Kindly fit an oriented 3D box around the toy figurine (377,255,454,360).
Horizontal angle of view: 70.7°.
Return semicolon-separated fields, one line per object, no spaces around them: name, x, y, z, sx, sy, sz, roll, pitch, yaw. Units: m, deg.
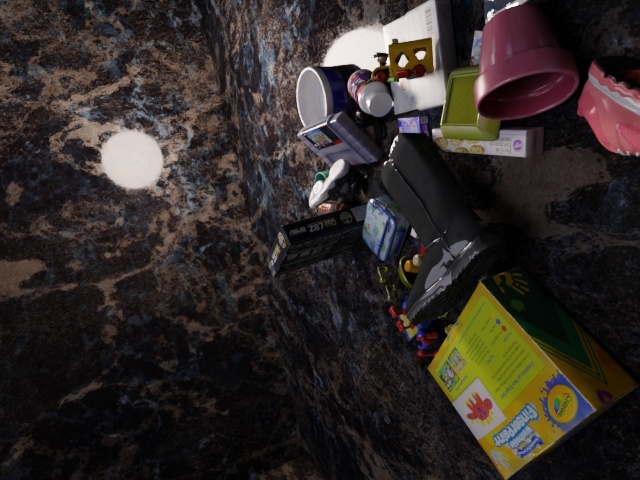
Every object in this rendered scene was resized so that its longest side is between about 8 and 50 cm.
toy figurine;0.304;0.265;1.594;0.217;0.191;0.363;113;137;-61

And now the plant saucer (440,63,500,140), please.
plant saucer;0.375;-0.352;1.139;0.188;0.045;0.188;27;112;59

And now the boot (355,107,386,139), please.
boot;0.175;-0.407;1.575;0.045;0.099;0.121;23;124;62

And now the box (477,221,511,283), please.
box;0.439;0.033;1.274;0.156;0.093;0.158;4;109;64

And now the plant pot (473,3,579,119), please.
plant pot;0.426;-0.385;0.967;0.201;0.201;0.180;146;122;-64

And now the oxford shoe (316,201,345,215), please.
oxford shoe;0.037;-0.122;1.946;0.097;0.098;0.271;-64;8;-9

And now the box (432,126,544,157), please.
box;0.421;-0.262;1.176;0.324;0.063;0.067;27;128;59

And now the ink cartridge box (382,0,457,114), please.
ink cartridge box;0.290;-0.521;1.315;0.239;0.060;0.275;15;118;64

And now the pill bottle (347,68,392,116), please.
pill bottle;0.167;-0.485;1.492;0.193;0.108;0.108;-112;21;-49

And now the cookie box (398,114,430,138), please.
cookie box;0.295;-0.346;1.424;0.107;0.040;0.092;21;123;60

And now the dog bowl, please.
dog bowl;0.005;-0.570;1.840;0.265;0.104;0.265;42;140;50

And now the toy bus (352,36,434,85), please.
toy bus;0.209;-0.484;1.207;0.191;0.202;0.104;18;119;56

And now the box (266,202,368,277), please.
box;0.000;0.000;1.828;0.097;0.395;0.318;64;154;19

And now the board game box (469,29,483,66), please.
board game box;0.416;-0.470;1.121;0.090;0.020;0.090;42;140;50

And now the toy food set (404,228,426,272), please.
toy food set;0.361;0.007;1.460;0.111;0.104;0.232;-134;53;-69

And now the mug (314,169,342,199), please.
mug;0.041;-0.244;1.958;0.158;0.097;0.129;39;138;54

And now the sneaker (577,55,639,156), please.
sneaker;0.595;-0.200;0.821;0.136;0.116;0.314;93;159;-54

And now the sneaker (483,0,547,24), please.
sneaker;0.425;-0.575;0.963;0.226;0.086;0.163;2;108;66

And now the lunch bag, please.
lunch bag;0.238;-0.045;1.666;0.176;0.090;0.219;53;149;35

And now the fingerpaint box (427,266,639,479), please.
fingerpaint box;0.518;0.359;1.204;0.371;0.163;0.445;56;150;37

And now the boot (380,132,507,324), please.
boot;0.277;-0.040;1.287;0.367;0.146;0.445;-57;46;36

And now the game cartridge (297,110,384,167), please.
game cartridge;0.062;-0.373;1.736;0.230;0.068;0.355;35;168;-23

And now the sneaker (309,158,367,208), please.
sneaker;0.073;-0.200;1.803;0.268;0.153;0.101;-46;36;39
